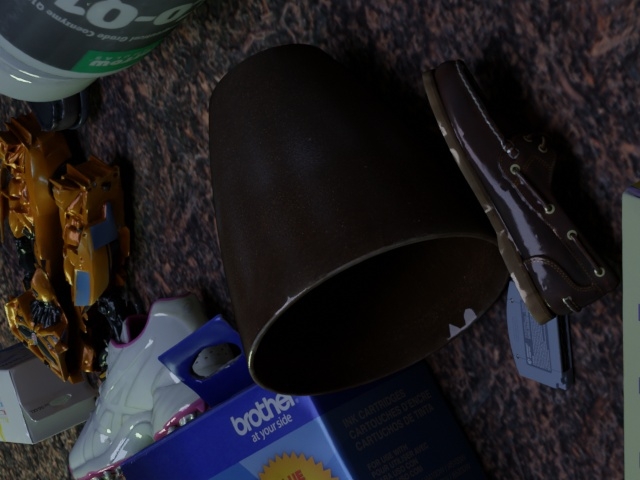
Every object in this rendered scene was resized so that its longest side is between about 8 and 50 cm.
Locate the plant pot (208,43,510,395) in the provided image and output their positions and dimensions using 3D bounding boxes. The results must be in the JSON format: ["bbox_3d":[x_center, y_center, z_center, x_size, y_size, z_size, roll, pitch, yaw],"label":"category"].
[{"bbox_3d":[0.004,-0.034,1.463,0.230,0.215,0.215,65,149,27],"label":"plant pot"}]

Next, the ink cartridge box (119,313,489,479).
[{"bbox_3d":[0.004,0.246,1.614,0.270,0.151,0.395,-34,80,42],"label":"ink cartridge box"}]

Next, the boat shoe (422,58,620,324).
[{"bbox_3d":[0.147,-0.044,1.365,0.073,0.073,0.207,-28,91,19],"label":"boat shoe"}]

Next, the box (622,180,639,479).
[{"bbox_3d":[0.307,0.086,1.176,0.213,0.117,0.243,24,129,45],"label":"box"}]

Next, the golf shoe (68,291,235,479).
[{"bbox_3d":[-0.174,0.153,1.890,0.306,0.115,0.140,-37,71,48],"label":"golf shoe"}]

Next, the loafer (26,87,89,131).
[{"bbox_3d":[-0.321,-0.241,1.837,0.109,0.095,0.302,-15,97,57],"label":"loafer"}]

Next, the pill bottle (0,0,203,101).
[{"bbox_3d":[-0.180,-0.257,1.546,0.361,0.204,0.204,-33,83,56],"label":"pill bottle"}]

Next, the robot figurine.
[{"bbox_3d":[-0.268,0.021,1.940,0.211,0.085,0.291,36,136,37],"label":"robot figurine"}]

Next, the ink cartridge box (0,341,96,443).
[{"bbox_3d":[-0.322,0.168,2.098,0.143,0.092,0.090,-5,106,53],"label":"ink cartridge box"}]

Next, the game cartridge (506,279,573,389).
[{"bbox_3d":[0.168,0.070,1.445,0.056,0.017,0.083,16,123,44],"label":"game cartridge"}]
